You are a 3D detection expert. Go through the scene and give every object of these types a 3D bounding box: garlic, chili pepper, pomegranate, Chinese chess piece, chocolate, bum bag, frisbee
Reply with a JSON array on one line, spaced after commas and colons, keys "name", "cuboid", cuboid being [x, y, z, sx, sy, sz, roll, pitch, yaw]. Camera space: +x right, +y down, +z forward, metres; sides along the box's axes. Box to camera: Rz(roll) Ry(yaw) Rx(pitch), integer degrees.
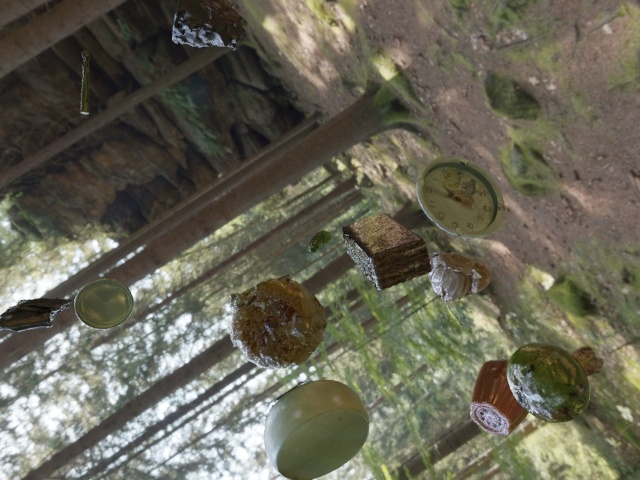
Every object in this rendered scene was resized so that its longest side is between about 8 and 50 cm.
[{"name": "garlic", "cuboid": [0.454, 0.144, 1.469, 0.207, 0.206, 0.257, 59, -150, -53]}, {"name": "chili pepper", "cuboid": [0.000, -0.001, 1.092, 0.030, 0.091, 0.034, 25, 122, 21]}, {"name": "pomegranate", "cuboid": [0.529, 0.309, 1.018, 0.179, 0.210, 0.180, 29, 135, 35]}, {"name": "Chinese chess piece", "cuboid": [-0.014, 0.613, 1.439, 0.349, 0.349, 0.146, 58, 177, -37]}, {"name": "chocolate", "cuboid": [-0.215, -0.451, 0.893, 0.133, 0.156, 0.156, 15, -166, -19]}, {"name": "bum bag", "cuboid": [-0.681, 0.173, 1.056, 0.248, 0.123, 0.060, 179, 88, -72]}, {"name": "frisbee", "cuboid": [-0.441, 0.129, 0.906, 0.110, 0.110, 0.014, 57, 168, -23]}]

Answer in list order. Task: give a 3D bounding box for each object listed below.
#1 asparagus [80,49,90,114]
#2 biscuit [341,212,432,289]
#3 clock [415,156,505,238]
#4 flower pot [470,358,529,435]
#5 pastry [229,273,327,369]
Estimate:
[{"name": "asparagus", "cuboid": [-0.461, -0.311, 0.868, 0.018, 0.015, 0.127, -7, 83, 56]}, {"name": "biscuit", "cuboid": [0.118, 0.012, 0.869, 0.252, 0.106, 0.070, -125, 17, -71]}, {"name": "clock", "cuboid": [0.346, -0.103, 1.113, 0.237, 0.236, 0.053, 56, 157, 16]}, {"name": "flower pot", "cuboid": [0.558, 0.496, 1.371, 0.190, 0.173, 0.191, 23, 132, 29]}, {"name": "pastry", "cuboid": [-0.114, 0.218, 1.136, 0.236, 0.256, 0.121, 67, -168, 1]}]
